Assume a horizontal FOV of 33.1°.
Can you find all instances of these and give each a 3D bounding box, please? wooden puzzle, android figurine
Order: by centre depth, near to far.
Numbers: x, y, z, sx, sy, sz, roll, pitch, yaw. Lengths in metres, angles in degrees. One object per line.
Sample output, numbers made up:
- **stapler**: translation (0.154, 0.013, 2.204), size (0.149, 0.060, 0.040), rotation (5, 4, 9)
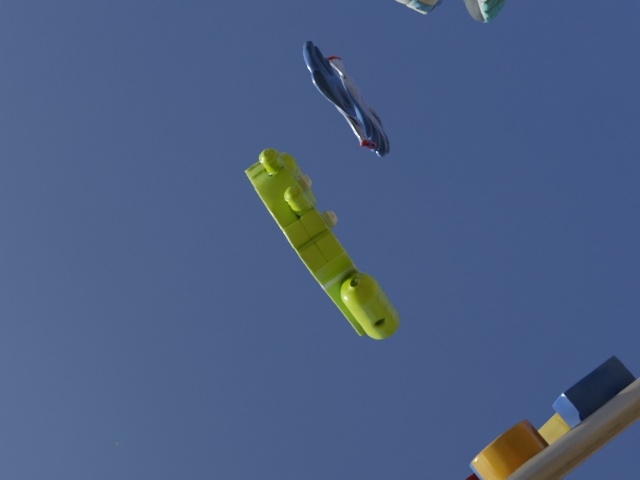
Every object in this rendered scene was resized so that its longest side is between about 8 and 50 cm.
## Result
- **android figurine**: translation (0.000, 0.000, 1.204), size (0.056, 0.273, 0.248), rotation (-33, -130, 0)
- **wooden puzzle**: translation (0.285, 0.263, 1.362), size (0.322, 0.348, 0.080), rotation (-30, -108, -22)

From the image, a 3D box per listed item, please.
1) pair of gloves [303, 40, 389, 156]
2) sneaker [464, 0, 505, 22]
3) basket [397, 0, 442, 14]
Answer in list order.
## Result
- **pair of gloves**: translation (0.034, -0.181, 1.391), size (0.023, 0.198, 0.159), rotation (-32, -97, 16)
- **sneaker**: translation (0.095, -0.242, 0.812), size (0.065, 0.076, 0.166), rotation (-47, -53, -38)
- **basket**: translation (0.134, -0.448, 1.320), size (0.201, 0.255, 0.289), rotation (25, -67, -24)
